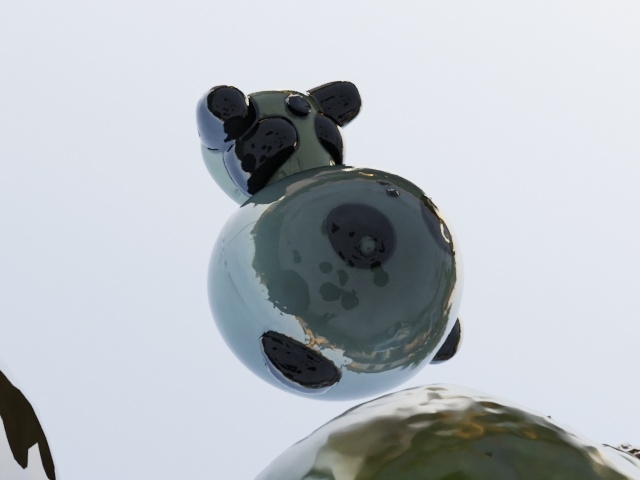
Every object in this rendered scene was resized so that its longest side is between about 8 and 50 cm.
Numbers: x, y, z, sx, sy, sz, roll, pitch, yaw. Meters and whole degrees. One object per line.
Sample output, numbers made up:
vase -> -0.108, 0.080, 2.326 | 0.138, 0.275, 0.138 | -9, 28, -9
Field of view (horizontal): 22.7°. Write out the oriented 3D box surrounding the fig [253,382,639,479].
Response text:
fig -> 0.070, 0.138, 0.603 | 0.206, 0.206, 0.275 | 51, -155, 0

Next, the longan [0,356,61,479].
longan -> -0.304, 0.162, 0.685 | 0.436, 0.404, 0.404 | 63, -162, -60

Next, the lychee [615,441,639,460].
lychee -> 0.161, 0.150, 0.760 | 0.114, 0.114, 0.146 | 35, -94, -15

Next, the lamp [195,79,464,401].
lamp -> 0.000, 0.000, 1.176 | 0.197, 0.198, 0.244 | -9, -112, -41
